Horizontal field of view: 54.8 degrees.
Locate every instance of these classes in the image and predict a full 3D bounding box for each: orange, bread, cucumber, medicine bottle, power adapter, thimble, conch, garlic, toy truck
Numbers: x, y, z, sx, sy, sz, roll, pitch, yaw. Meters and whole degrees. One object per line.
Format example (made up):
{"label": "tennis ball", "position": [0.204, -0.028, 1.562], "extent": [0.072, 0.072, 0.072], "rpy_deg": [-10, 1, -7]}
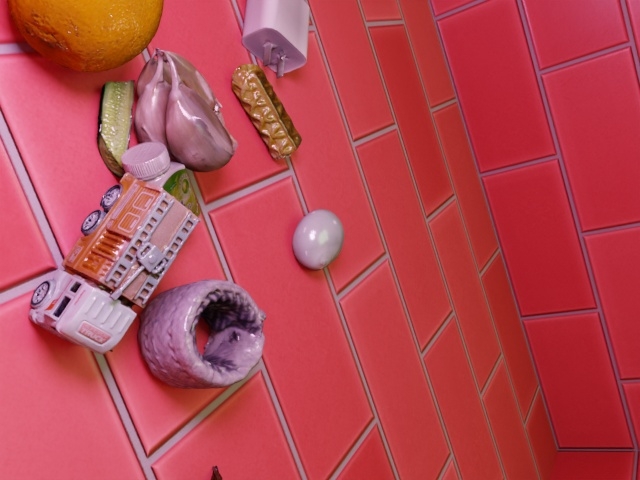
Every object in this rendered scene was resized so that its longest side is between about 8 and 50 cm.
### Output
{"label": "orange", "position": [-0.415, -0.440, 1.102], "extent": [0.274, 0.274, 0.274], "rpy_deg": [24, 60, -51]}
{"label": "bread", "position": [-0.145, -0.344, 1.638], "extent": [0.269, 0.098, 0.087], "rpy_deg": [59, -4, -26]}
{"label": "cucumber", "position": [-0.415, -0.230, 1.232], "extent": [0.070, 0.046, 0.220], "rpy_deg": [19, 62, -50]}
{"label": "medicine bottle", "position": [-0.324, -0.095, 1.235], "extent": [0.132, 0.088, 0.188], "rpy_deg": [-61, 149, -44]}
{"label": "power adapter", "position": [-0.121, -0.573, 1.713], "extent": [0.187, 0.124, 0.255], "rpy_deg": [30, 55, -48]}
{"label": "thimble", "position": [-0.239, 0.190, 1.259], "extent": [0.245, 0.157, 0.217], "rpy_deg": [1, 82, -56]}
{"label": "conch", "position": [0.004, 0.002, 1.743], "extent": [0.221, 0.121, 0.185], "rpy_deg": [-43, 145, -58]}
{"label": "garlic", "position": [-0.276, -0.266, 1.300], "extent": [0.292, 0.210, 0.237], "rpy_deg": [35, 64, -63]}
{"label": "toy truck", "position": [-0.347, 0.045, 1.067], "extent": [0.136, 0.162, 0.305], "rpy_deg": [44, 70, -41]}

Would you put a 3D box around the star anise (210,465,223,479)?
{"label": "star anise", "position": [-0.221, 0.568, 1.247], "extent": [0.140, 0.158, 0.144], "rpy_deg": [-12, 134, -60]}
